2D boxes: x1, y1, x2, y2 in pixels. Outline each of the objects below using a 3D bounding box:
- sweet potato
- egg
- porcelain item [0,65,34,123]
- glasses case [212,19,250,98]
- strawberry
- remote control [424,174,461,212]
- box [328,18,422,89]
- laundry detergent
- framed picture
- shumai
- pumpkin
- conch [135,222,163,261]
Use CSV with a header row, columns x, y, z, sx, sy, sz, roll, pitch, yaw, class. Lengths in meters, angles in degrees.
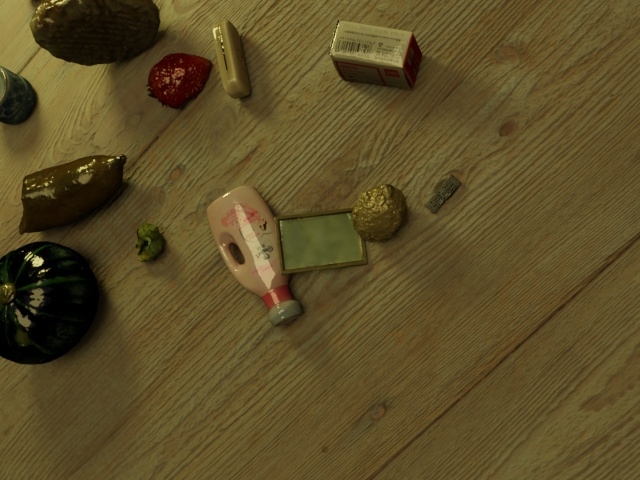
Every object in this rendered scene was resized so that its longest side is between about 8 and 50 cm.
x,y,z,sx,sy,sz,roll,pitch,yaw,class
-0.651,-0.131,1.601,0.369,0.158,0.158,-17,79,9,sweet potato
0.131,-0.062,1.341,0.116,0.118,0.140,46,115,36,egg
-0.902,-0.412,1.727,0.147,0.114,0.147,-3,81,19,porcelain item
-0.223,-0.453,1.523,0.050,0.083,0.197,-15,81,15,glasses case
-0.369,-0.424,1.578,0.187,0.082,0.147,-24,84,10,strawberry
0.272,-0.103,1.352,0.034,0.016,0.091,41,98,2,remote control
0.125,-0.416,1.377,0.182,0.133,0.099,15,88,17,box
-0.149,0.041,1.438,0.159,0.088,0.335,-29,76,12,laundry detergent
0.000,0.000,1.397,0.200,0.010,0.136,-7,80,-4,framed picture
-0.605,-0.621,1.563,0.313,0.267,0.263,-19,72,-26,shumai
-0.720,0.154,1.539,0.315,0.238,0.316,-4,78,20,pumpkin
-0.439,0.007,1.544,0.121,0.074,0.089,-52,35,28,conch
